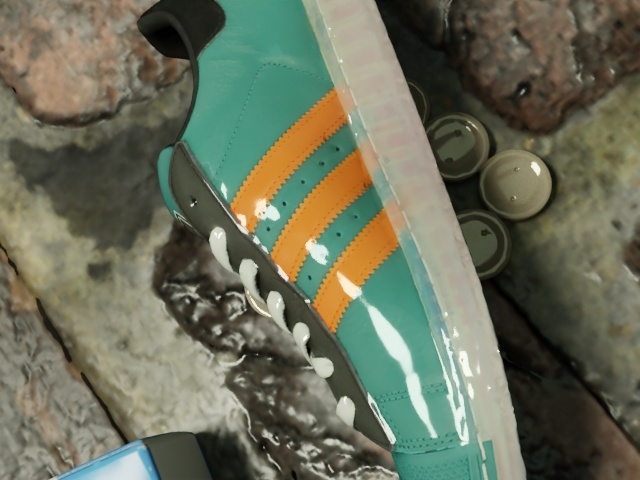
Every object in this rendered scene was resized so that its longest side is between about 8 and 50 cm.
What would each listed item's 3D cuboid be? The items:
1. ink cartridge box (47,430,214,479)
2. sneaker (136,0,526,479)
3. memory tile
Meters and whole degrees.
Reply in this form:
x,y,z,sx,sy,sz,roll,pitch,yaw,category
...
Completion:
x,y,z,sx,sy,sz,roll,pitch,yaw,category
-0.129,0.191,0.382,0.191,0.082,0.139,-25,78,6,ink cartridge box
0.000,0.000,0.374,0.121,0.108,0.302,-20,71,6,sneaker
0.038,-0.003,0.424,0.113,0.012,0.148,33,88,12,memory tile
